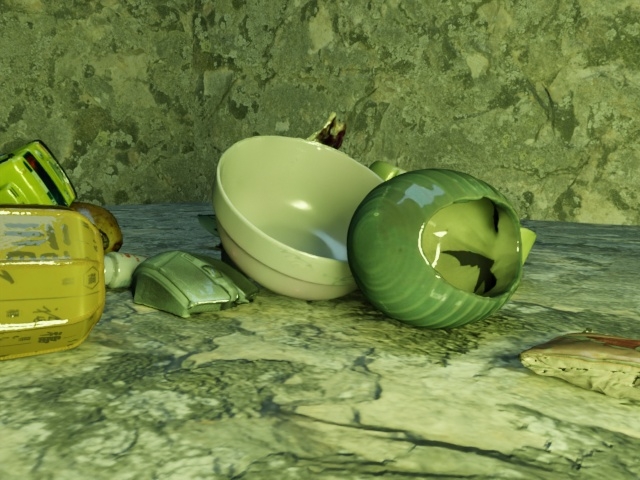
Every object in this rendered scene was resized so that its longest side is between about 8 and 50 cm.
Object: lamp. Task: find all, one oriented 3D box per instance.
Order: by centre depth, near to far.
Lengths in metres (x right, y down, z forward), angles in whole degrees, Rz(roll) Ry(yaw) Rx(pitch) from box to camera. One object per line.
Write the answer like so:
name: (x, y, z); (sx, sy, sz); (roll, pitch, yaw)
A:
lamp: (-0.314, 0.039, 0.535); (0.185, 0.161, 0.161); (-4, 8, -30)

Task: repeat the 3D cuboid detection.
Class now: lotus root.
lotus root: (-0.446, -0.006, 0.997); (0.145, 0.128, 0.260); (-21, 16, -34)

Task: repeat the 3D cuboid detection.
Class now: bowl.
bowl: (-0.028, -0.020, 0.812); (0.287, 0.143, 0.286); (15, 39, -12)

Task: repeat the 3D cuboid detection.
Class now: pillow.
pillow: (0.307, 0.109, 0.452); (0.249, 0.049, 0.135); (1, 5, 40)

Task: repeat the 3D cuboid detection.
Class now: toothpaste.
toothpaste: (-0.275, 0.050, 0.894); (0.089, 0.057, 0.234); (6, 1, 43)

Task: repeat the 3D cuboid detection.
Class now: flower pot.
flower pot: (0.138, 0.010, 0.652); (0.157, 0.189, 0.243); (-1, -6, 45)

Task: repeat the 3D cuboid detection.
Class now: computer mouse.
computer mouse: (-0.183, 0.052, 0.761); (0.126, 0.071, 0.231); (-6, 10, -45)

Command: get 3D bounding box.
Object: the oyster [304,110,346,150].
oyster: (-0.053, -0.109, 1.003); (0.275, 0.100, 0.271); (-25, -30, 16)

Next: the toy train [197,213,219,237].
toy train: (-0.102, -0.017, 1.283); (0.408, 0.088, 0.086); (3, 5, 17)

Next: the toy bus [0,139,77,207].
toy bus: (-0.547, -0.047, 0.874); (0.262, 0.127, 0.150); (-25, 26, -3)

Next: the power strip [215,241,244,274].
power strip: (-0.063, 0.008, 1.000); (0.257, 0.105, 0.070); (0, 5, -7)

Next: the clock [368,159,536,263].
clock: (0.191, -0.047, 0.991); (0.349, 0.117, 0.286); (25, 9, 2)
